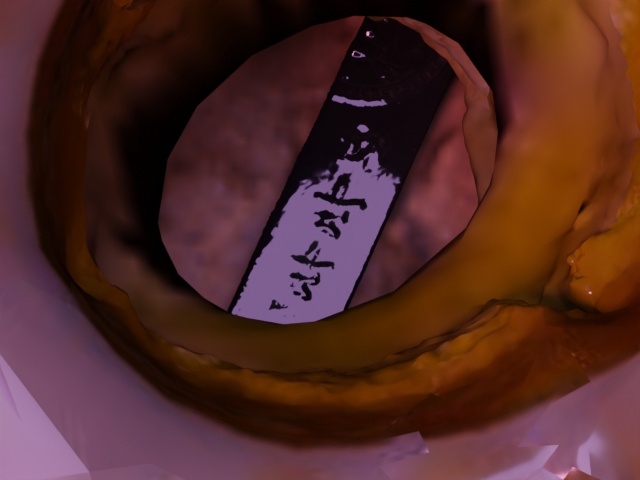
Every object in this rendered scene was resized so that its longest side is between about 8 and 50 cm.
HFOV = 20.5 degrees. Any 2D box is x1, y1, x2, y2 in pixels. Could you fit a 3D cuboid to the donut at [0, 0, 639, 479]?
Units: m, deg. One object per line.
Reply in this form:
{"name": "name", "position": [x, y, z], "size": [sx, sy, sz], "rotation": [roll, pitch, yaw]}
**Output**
{"name": "donut", "position": [0.005, -0.018, 0.399], "size": [0.330, 0.160, 0.330], "rotation": [0, 91, -15]}

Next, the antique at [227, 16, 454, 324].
{"name": "antique", "position": [0.000, 0.000, 0.486], "size": [0.031, 0.015, 0.192], "rotation": [24, 78, 0]}
